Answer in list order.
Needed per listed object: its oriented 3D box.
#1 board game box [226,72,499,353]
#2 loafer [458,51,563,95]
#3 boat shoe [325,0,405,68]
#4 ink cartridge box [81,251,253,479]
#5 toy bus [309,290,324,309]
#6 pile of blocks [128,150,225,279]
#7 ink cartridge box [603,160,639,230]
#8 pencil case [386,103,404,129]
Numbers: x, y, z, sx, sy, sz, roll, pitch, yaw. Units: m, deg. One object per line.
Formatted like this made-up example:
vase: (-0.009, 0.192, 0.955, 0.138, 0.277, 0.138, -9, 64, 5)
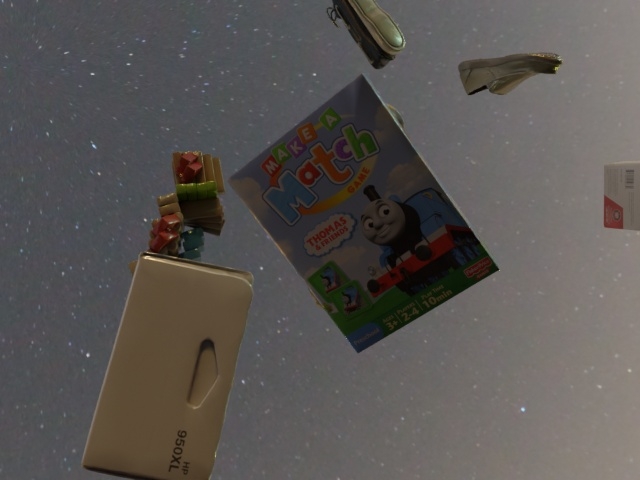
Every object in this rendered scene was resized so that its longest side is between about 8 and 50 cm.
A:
board game box: (0.038, -0.020, 0.524, 0.160, 0.039, 0.212, -35, -83, 18)
loafer: (0.459, -0.402, 1.364, 0.101, 0.268, 0.092, -16, -72, -36)
boat shoe: (0.063, -0.450, 1.083, 0.255, 0.079, 0.095, 51, -131, -5)
ink cartridge box: (-0.221, 0.204, 0.899, 0.166, 0.395, 0.286, 12, -106, -7)
toy bus: (0.000, 0.000, 1.124, 0.211, 0.149, 0.220, 35, -138, -40)
pile of blocks: (-0.279, -0.034, 1.145, 0.148, 0.113, 0.363, 15, -109, -5)
ink cartridge box: (0.571, -0.072, 0.913, 0.067, 0.198, 0.116, -9, -79, -26)
pencil case: (0.090, -0.201, 1.247, 0.124, 0.113, 0.273, 50, -131, -15)
